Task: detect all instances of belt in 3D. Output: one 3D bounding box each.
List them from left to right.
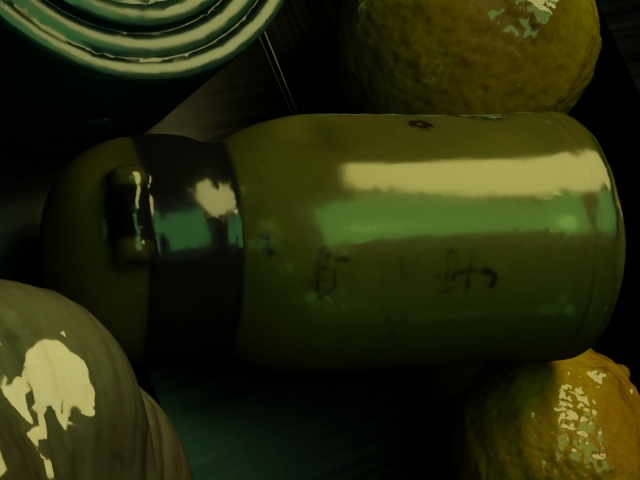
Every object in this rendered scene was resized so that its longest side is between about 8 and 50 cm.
[{"bbox_3d":[-0.165,-0.282,0.820,0.300,0.173,0.436,8,66,-32],"label":"belt"}]

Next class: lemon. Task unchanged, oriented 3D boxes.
[{"bbox_3d":[0.108,-0.150,0.926,0.192,0.231,0.192,36,18,-13],"label":"lemon"},{"bbox_3d":[0.166,0.143,0.873,0.142,0.142,0.187,38,40,-14],"label":"lemon"}]

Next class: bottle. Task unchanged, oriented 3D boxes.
[{"bbox_3d":[0.000,0.000,0.779,0.351,0.171,0.171,-1,70,-17],"label":"bottle"}]

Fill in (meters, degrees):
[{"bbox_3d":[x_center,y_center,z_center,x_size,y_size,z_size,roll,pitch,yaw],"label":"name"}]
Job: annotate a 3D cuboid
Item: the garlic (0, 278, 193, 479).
[{"bbox_3d":[-0.187,0.175,0.558,0.322,0.322,0.241,-21,58,-37],"label":"garlic"}]
